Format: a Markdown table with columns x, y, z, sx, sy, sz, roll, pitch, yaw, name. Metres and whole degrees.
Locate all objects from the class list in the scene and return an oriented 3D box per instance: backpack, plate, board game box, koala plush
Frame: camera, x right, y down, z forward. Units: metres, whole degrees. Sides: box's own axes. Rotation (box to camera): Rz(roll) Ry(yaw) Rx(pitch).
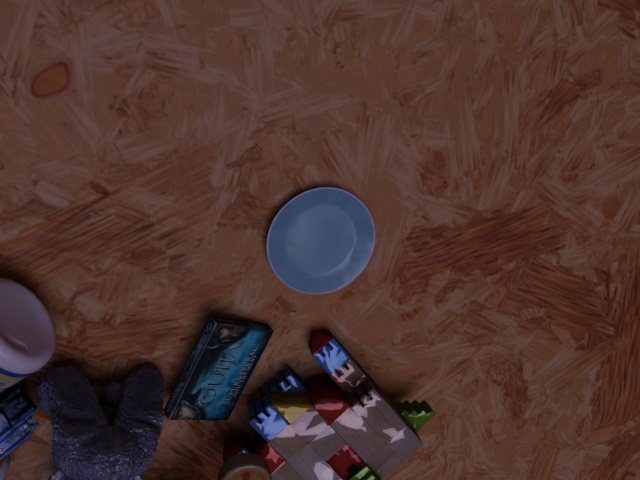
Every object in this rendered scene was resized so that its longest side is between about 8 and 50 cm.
| x | y | z | sx | sy | sz | roll | pitch | yaw | name |
| --- | --- | --- | --- | --- | --- | --- | --- | --- | --- |
| -0.477 | 0.278 | 0.950 | 0.105 | 0.114 | 0.084 | -34 | 92 | 33 | backpack |
| 0.000 | 0.000 | 1.087 | 0.188 | 0.024 | 0.188 | -6 | 111 | -16 | plate |
| -0.169 | 0.216 | 1.088 | 0.126 | 0.026 | 0.186 | 16 | 105 | -45 | board game box |
| -0.348 | 0.338 | 1.023 | 0.196 | 0.203 | 0.221 | 7 | 123 | -26 | koala plush |

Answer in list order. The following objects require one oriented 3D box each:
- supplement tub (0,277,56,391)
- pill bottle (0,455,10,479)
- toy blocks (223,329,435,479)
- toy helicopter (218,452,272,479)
| x | y | z | sx | sy | sz | roll | pitch | yaw | name |
| --- | --- | --- | --- | --- | --- | --- | --- | --- | --- |
| -0.492 | 0.157 | 0.911 | 0.199 | 0.144 | 0.144 | -31 | 116 | 11 | supplement tub |
| -0.588 | 0.323 | 0.967 | 0.216 | 0.121 | 0.121 | 39 | 94 | -26 | pill bottle |
| -0.020 | 0.339 | 1.141 | 0.381 | 0.191 | 0.261 | -41 | 104 | 0 | toy blocks |
| -0.179 | 0.488 | 1.043 | 0.235 | 0.140 | 0.355 | 30 | 102 | -22 | toy helicopter |
